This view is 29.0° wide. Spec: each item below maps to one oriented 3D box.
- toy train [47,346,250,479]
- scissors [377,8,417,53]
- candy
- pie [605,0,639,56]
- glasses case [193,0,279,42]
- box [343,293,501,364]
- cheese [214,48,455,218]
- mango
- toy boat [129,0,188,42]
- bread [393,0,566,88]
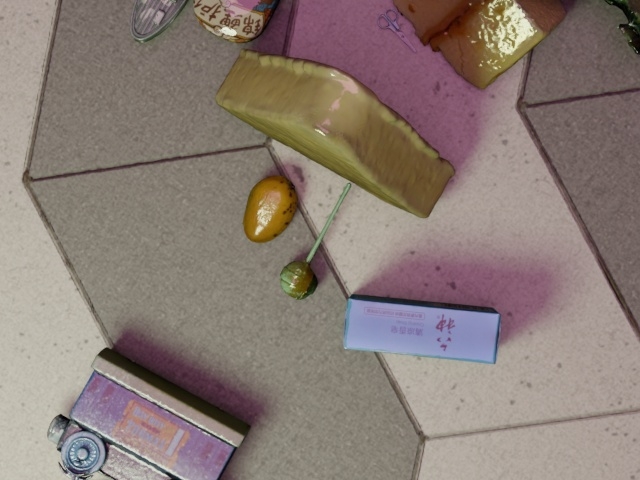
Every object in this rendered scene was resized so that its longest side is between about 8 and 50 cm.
[{"bbox_3d":[-0.267,0.314,1.938,0.300,0.131,0.202,28,85,2],"label":"toy train"},{"bbox_3d":[0.125,-0.328,1.958,0.036,0.006,0.083,-39,88,5],"label":"scissors"},{"bbox_3d":[0.000,0.000,1.940,0.061,0.061,0.202,29,97,3],"label":"candy"},{"bbox_3d":[0.437,-0.442,1.861,0.371,0.078,0.296,26,71,-6],"label":"pie"},{"bbox_3d":[-0.089,-0.462,1.932,0.122,0.082,0.321,26,93,0],"label":"glasses case"},{"bbox_3d":[0.154,0.133,1.894,0.232,0.142,0.083,4,91,3],"label":"box"},{"bbox_3d":[0.021,-0.167,1.797,0.384,0.384,0.104,30,88,3],"label":"cheese"},{"bbox_3d":[-0.081,-0.048,1.950,0.079,0.057,0.114,29,96,-5],"label":"mango"},{"bbox_3d":[-0.224,-0.425,1.940,0.078,0.085,0.260,32,93,2],"label":"toy boat"},{"bbox_3d":[0.238,-0.376,1.941,0.240,0.135,0.178,50,127,1],"label":"bread"}]
